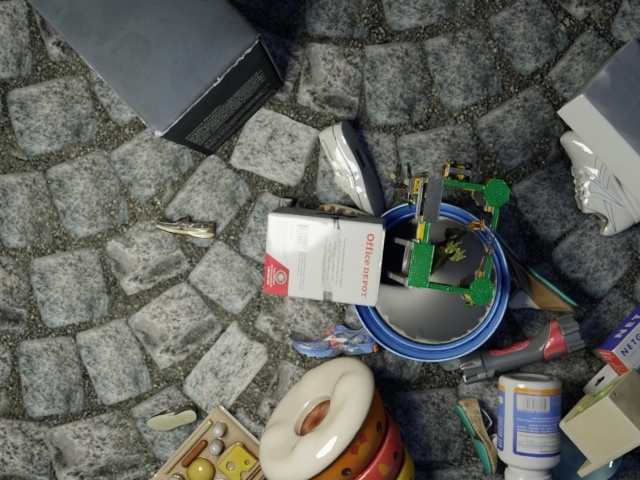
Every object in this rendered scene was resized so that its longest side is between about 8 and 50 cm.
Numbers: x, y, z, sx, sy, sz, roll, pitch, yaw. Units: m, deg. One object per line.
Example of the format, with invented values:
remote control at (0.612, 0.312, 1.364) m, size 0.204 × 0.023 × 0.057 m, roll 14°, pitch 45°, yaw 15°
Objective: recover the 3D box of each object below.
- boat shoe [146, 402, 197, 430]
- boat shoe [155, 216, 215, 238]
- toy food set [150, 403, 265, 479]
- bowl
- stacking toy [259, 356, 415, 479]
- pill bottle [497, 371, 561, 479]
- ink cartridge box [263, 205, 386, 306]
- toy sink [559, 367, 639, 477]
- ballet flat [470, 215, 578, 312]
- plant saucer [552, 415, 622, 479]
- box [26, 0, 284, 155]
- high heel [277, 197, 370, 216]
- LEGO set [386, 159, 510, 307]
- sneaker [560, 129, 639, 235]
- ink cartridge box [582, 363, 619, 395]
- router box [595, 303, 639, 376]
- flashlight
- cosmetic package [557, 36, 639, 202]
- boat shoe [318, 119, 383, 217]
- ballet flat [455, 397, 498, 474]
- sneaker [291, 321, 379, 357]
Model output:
boat shoe at (-0.384, 0.458, 1.724) m, size 0.132 × 0.042 × 0.049 m, roll -15°, pitch 117°, yaw 3°
boat shoe at (-0.344, -0.037, 1.703) m, size 0.152 × 0.056 × 0.049 m, roll 10°, pitch 87°, yaw -9°
toy food set at (-0.276, 0.602, 1.699) m, size 0.219 × 0.092 × 0.306 m, roll 42°, pitch 93°, yaw 0°
bowl at (0.265, 0.098, 1.630) m, size 0.390 × 0.077 × 0.392 m, roll 0°, pitch 91°, yaw 18°
stacking toy at (0.119, 0.551, 1.625) m, size 0.350 × 0.350 × 0.480 m, roll -44°, pitch 108°, yaw 2°
pill bottle at (0.515, 0.473, 1.641) m, size 0.152 × 0.152 × 0.272 m, roll 1°, pitch 89°, yaw 1°
ink cartridge box at (0.014, 0.035, 1.577) m, size 0.272 × 0.114 × 0.197 m, roll 7°, pitch 104°, yaw 9°
toy sink at (0.674, 0.430, 1.574) m, size 0.152 × 0.234 × 0.131 m, roll -25°, pitch 66°, yaw -39°
ballet flat at (0.477, 0.089, 1.660) m, size 0.342 × 0.116 × 0.124 m, roll 42°, pitch 102°, yaw 3°
plant saucer at (0.671, 0.529, 1.702) m, size 0.194 × 0.037 × 0.195 m, roll 0°, pitch 92°, yaw 2°
box at (-0.358, -0.469, 1.478) m, size 0.297 × 0.472 × 0.480 m, roll -44°, pitch 90°, yaw 2°
high heel at (0.000, 0.000, 1.665) m, size 0.261 × 0.093 × 0.186 m, roll 8°, pitch 86°, yaw 18°
LEGO set at (0.280, -0.014, 1.520) m, size 0.254 × 0.192 × 0.332 m, roll 0°, pitch 95°, yaw -11°
sneaker at (0.684, -0.141, 1.649) m, size 0.129 × 0.111 × 0.297 m, roll -36°, pitch 90°, yaw 8°
ink cartridge box at (0.771, 0.414, 1.684) m, size 0.180 × 0.060 × 0.104 m, roll 44°, pitch 92°, yaw 0°
router box at (0.904, 0.270, 1.634) m, size 0.335 × 0.082 × 0.301 m, roll -42°, pitch 90°, yaw -9°
flashlight at (0.495, 0.268, 1.657) m, size 0.303 × 0.103 × 0.103 m, roll -17°, pitch 91°, yaw 13°
cosmetic package at (0.784, -0.262, 1.586) m, size 0.377 × 0.097 × 0.284 m, roll 48°, pitch 64°, yaw 0°
boat shoe at (0.075, -0.164, 1.671) m, size 0.088 × 0.096 × 0.268 m, roll -18°, pitch 106°, yaw 31°
ballet flat at (0.417, 0.494, 1.694) m, size 0.067 × 0.073 × 0.206 m, roll -26°, pitch 95°, yaw -12°
sneaker at (0.036, 0.255, 1.696) m, size 0.221 × 0.083 × 0.087 m, roll -4°, pitch 78°, yaw -4°
